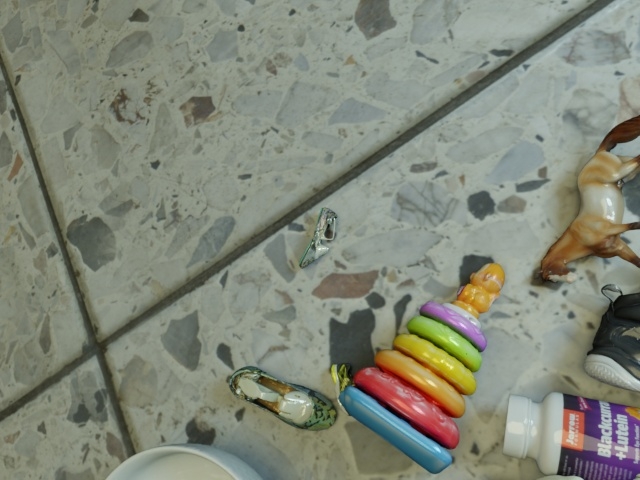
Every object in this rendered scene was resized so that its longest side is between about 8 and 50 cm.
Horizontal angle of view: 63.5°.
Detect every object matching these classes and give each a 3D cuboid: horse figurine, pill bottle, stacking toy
[{"bbox_3d":[0.408,-0.056,0.710,0.174,0.066,0.263,3,79,60],"label":"horse figurine"},{"bbox_3d":[0.337,0.255,0.656,0.194,0.108,0.108,6,79,21],"label":"pill bottle"},{"bbox_3d":[0.174,0.152,0.734,0.166,0.175,0.302,31,77,21],"label":"stacking toy"}]

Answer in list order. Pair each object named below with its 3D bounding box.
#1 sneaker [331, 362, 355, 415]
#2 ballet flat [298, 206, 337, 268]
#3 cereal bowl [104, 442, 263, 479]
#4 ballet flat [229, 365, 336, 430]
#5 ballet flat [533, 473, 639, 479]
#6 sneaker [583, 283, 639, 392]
[{"bbox_3d":[0.042,0.232,0.813,0.035,0.031,0.083,-22,70,14],"label":"sneaker"},{"bbox_3d":[0.000,0.000,0.885,0.041,0.041,0.114,20,85,23],"label":"ballet flat"},{"bbox_3d":[-0.188,0.476,0.777,0.339,0.141,0.338,-5,76,19],"label":"cereal bowl"},{"bbox_3d":[-0.068,0.256,0.830,0.188,0.070,0.070,14,82,22],"label":"ballet flat"},{"bbox_3d":[0.331,0.326,0.586,0.342,0.116,0.124,-19,97,42],"label":"ballet flat"},{"bbox_3d":[0.481,0.129,0.639,0.269,0.101,0.153,9,80,22],"label":"sneaker"}]
